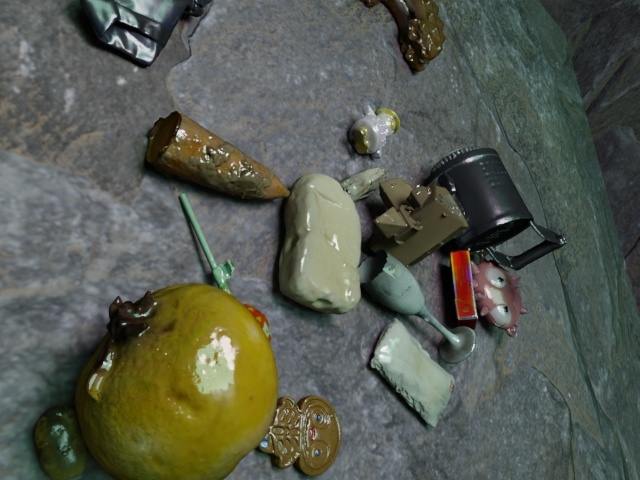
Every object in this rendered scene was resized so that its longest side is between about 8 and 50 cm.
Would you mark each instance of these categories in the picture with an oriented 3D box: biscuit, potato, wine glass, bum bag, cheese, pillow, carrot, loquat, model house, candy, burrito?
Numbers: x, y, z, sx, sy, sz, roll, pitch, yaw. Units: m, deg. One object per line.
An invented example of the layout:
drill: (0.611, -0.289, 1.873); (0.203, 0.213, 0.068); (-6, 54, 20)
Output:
biscuit: (-0.029, 0.314, 0.776); (0.175, 0.026, 0.124); (21, 59, -38)
potato: (-0.292, 0.228, 0.541); (0.051, 0.040, 0.083); (-18, 82, -19)
wine glass: (0.267, 0.110, 0.982); (0.309, 0.264, 0.096); (42, 39, -23)
bum bag: (-0.277, -0.415, 0.814); (0.137, 0.074, 0.310); (51, 50, -34)
cheese: (-0.001, 0.000, 0.893); (0.159, 0.093, 0.263); (29, 53, -37)
pillow: (0.195, 0.274, 0.997); (0.229, 0.051, 0.128); (47, 54, -18)
carrot: (-0.153, -0.121, 0.799); (0.263, 0.102, 0.102); (22, 58, -41)
loquat: (-0.167, 0.164, 0.564); (0.244, 0.244, 0.244); (20, 60, -38)
model house: (0.165, -0.052, 0.996); (0.248, 0.181, 0.176); (2, 55, -56)
candy: (-0.161, 0.055, 0.744); (0.078, 0.084, 0.288); (-14, 73, -50)
burrito: (0.089, -0.122, 1.069); (0.058, 0.045, 0.188); (46, 43, 15)
biscuit: (0.239, -0.700, 1.415); (0.366, 0.115, 0.268); (47, 46, -21)

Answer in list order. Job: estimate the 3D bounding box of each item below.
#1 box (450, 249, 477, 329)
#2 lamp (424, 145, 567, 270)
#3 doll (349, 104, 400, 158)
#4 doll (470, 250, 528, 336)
box: (0.349, 0.124, 1.179); (0.112, 0.048, 0.175); (62, 25, -61)
lamp: (0.405, -0.103, 1.227); (0.374, 0.205, 0.272); (12, 58, -24)
doll: (0.133, -0.263, 1.147); (0.207, 0.081, 0.129); (-41, 122, -48)
doll: (0.470, 0.131, 1.295); (0.211, 0.093, 0.262); (6, 64, -32)
